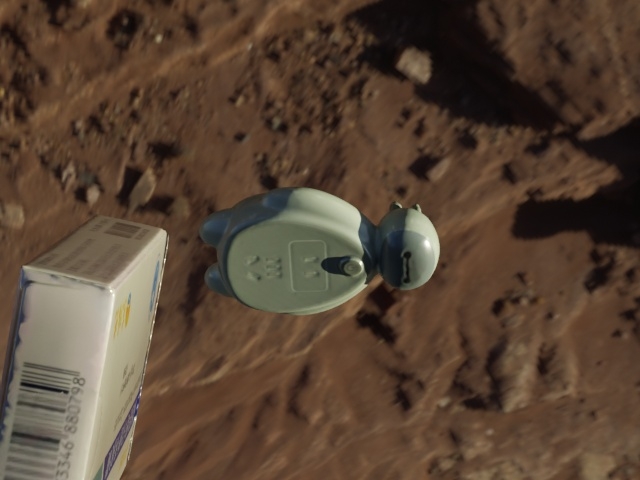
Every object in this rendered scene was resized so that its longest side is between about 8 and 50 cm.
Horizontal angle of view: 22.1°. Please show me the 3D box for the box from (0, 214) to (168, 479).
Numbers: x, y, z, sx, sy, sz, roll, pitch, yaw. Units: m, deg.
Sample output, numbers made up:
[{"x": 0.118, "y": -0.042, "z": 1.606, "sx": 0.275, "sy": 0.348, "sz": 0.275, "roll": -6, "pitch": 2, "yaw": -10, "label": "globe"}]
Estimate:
[{"x": -0.168, "y": 0.098, "z": 1.152, "sx": 0.065, "sy": 0.343, "sz": 0.200, "roll": 10, "pitch": 96, "yaw": -1, "label": "box"}]

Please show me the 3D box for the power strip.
[{"x": 0.000, "y": 0.000, "z": 0.578, "sx": 0.083, "sy": 0.055, "sz": 0.035, "roll": -2, "pitch": 38, "yaw": 3, "label": "power strip"}]
